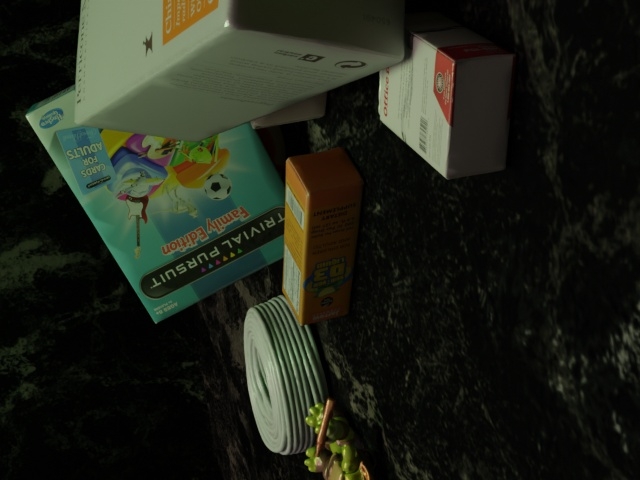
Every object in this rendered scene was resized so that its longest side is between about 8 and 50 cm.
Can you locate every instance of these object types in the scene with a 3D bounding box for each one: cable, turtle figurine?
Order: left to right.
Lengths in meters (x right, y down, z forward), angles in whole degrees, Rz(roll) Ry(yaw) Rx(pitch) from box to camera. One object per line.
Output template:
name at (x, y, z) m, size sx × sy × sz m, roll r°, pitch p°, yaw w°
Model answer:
cable at (-0.062, 0.220, 1.473) m, size 0.257 × 0.089 × 0.257 m, roll 162°, pitch 96°, yaw -74°
turtle figurine at (0.031, 0.300, 1.216) m, size 0.217 × 0.087 × 0.269 m, roll -129°, pitch 28°, yaw -72°

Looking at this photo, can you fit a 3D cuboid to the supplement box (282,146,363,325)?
supplement box at (0.000, 0.000, 1.136) m, size 0.233 × 0.078 × 0.080 m, roll 94°, pitch 155°, yaw -45°

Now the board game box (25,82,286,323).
board game box at (-0.196, -0.089, 1.231) m, size 0.336 × 0.254 × 0.079 m, roll 62°, pitch 180°, yaw -21°

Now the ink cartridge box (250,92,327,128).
ink cartridge box at (-0.069, -0.282, 1.135) m, size 0.172 × 0.100 × 0.237 m, roll 95°, pitch 157°, yaw -46°

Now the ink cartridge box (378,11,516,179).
ink cartridge box at (0.100, -0.124, 0.742) m, size 0.135 × 0.056 × 0.099 m, roll -125°, pitch 30°, yaw -55°

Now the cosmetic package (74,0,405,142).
cosmetic package at (-0.104, -0.247, 0.885) m, size 0.453 × 0.162 × 0.230 m, roll -7°, pitch 80°, yaw 61°

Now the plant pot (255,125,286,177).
plant pot at (-0.190, -0.152, 1.408) m, size 0.243 × 0.275 × 0.274 m, roll 33°, pitch 133°, yaw 55°
